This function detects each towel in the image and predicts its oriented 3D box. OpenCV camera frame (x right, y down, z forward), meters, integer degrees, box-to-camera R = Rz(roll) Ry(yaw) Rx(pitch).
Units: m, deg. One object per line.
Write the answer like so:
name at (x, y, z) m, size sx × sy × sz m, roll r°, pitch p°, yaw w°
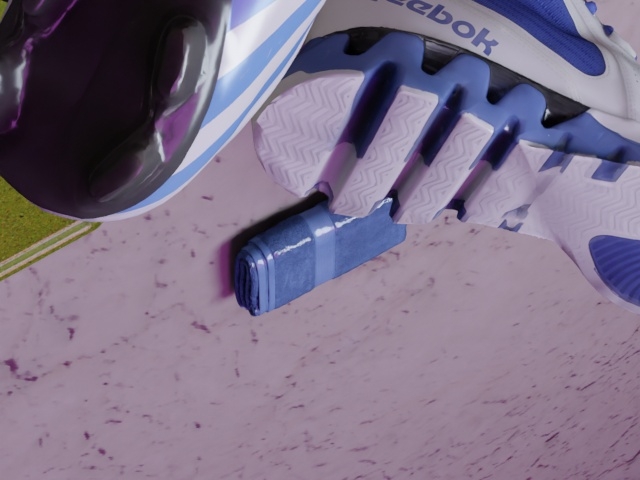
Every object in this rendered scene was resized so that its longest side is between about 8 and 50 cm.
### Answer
towel at (0.000, 0.000, 1.021) m, size 0.119 × 0.029 × 0.067 m, roll -26°, pitch 149°, yaw -21°

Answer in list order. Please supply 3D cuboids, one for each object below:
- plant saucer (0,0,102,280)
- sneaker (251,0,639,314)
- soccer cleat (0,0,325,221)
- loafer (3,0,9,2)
plant saucer at (-0.178, -0.028, 0.760) m, size 0.188 × 0.045 × 0.188 m, roll -30°, pitch 150°, yaw -16°
sneaker at (0.126, -0.086, 0.854) m, size 0.316 × 0.182 × 0.127 m, roll 18°, pitch 144°, yaw -15°
soccer cleat at (-0.020, -0.155, 0.607) m, size 0.331 × 0.116 × 0.143 m, roll -54°, pitch 179°, yaw 15°
loafer at (-0.082, -0.166, 0.660) m, size 0.061 × 0.062 × 0.170 m, roll -4°, pitch 137°, yaw -53°
